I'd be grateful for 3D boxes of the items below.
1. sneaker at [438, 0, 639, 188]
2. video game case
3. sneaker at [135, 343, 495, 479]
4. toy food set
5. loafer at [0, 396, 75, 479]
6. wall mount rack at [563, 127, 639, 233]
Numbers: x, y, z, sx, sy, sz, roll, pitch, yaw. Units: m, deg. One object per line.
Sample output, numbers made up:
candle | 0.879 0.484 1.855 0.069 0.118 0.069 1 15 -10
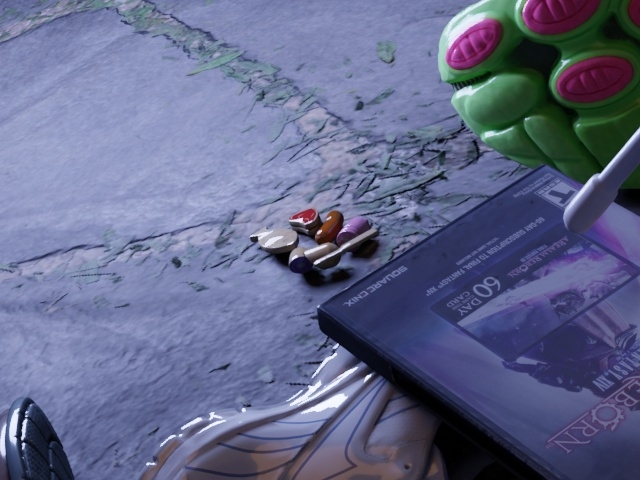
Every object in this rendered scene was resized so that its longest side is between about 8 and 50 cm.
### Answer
sneaker | 0.330 -0.163 1.281 0.482 0.185 0.202 -12 12 9
video game case | 0.157 0.060 0.995 0.196 0.026 0.274 -31 42 -24
sneaker | 0.003 0.145 1.001 0.297 0.111 0.129 -36 37 -23
toy food set | 0.000 0.000 1.335 0.078 0.019 0.122 -29 22 -15
loafer | -0.196 0.194 1.062 0.084 0.096 0.267 -27 31 1
wall mount rack | 0.257 -0.021 0.797 0.304 0.130 0.350 -18 42 15
